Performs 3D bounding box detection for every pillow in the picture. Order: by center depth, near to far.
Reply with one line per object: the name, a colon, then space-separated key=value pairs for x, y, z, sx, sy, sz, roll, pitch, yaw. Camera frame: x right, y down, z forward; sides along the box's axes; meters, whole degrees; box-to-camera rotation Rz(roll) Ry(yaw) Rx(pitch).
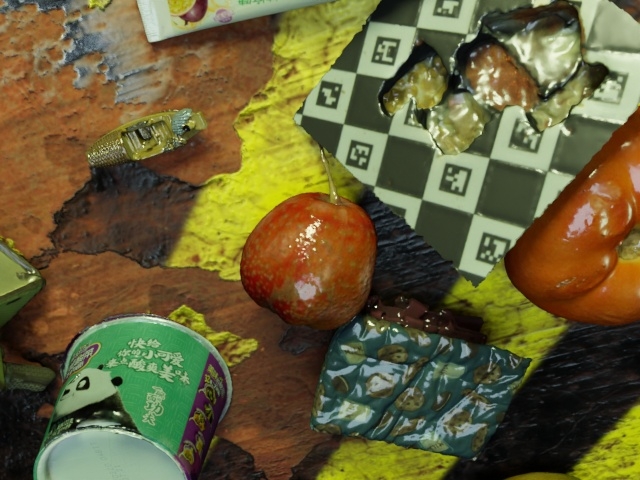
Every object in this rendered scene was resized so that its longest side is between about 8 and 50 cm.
pillow: x=0.123 y=0.196 z=0.864 sx=0.256 sy=0.034 sz=0.188 roll=15 pitch=116 yaw=-7

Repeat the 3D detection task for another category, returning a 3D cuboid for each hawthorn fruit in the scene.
hawthorn fruit: x=0.000 y=0.000 z=0.784 sx=0.163 sy=0.162 sz=0.203 roll=26 pitch=104 yaw=-13

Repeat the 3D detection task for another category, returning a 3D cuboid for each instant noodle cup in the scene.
instant noodle cup: x=-0.254 y=0.253 z=0.891 sx=0.252 sy=0.190 sz=0.251 roll=0 pitch=119 yaw=1

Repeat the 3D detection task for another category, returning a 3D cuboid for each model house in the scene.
model house: x=-0.426 y=0.103 z=0.846 sx=0.218 sy=0.204 sz=0.279 roll=-40 pitch=141 yaw=21

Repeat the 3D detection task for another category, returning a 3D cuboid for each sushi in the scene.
sushi: x=0.154 y=-0.147 z=0.689 sx=0.294 sy=0.059 sz=0.292 roll=48 pitch=113 yaw=23

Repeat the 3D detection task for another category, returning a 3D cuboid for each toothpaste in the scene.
toothpaste: x=-0.041 y=-0.269 z=0.687 sx=0.315 sy=0.056 sz=0.058 roll=-7 pitch=74 yaw=9

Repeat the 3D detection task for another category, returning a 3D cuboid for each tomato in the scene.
tomato: x=0.324 y=-0.029 z=0.739 sx=0.260 sy=0.180 sz=0.259 roll=0 pitch=121 yaw=-1

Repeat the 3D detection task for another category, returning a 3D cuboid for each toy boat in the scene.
toy boat: x=-0.200 y=-0.117 z=0.768 sx=0.149 sy=0.049 sz=0.047 roll=-17 pitch=117 yaw=9

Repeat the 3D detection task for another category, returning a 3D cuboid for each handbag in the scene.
handbag: x=0.103 y=0.176 z=0.915 sx=0.203 sy=0.074 sz=0.216 roll=9 pitch=117 yaw=-5

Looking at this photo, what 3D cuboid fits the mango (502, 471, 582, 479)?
mango: x=0.321 y=0.432 z=1.042 sx=0.228 sy=0.099 sz=0.136 roll=-24 pitch=112 yaw=4
